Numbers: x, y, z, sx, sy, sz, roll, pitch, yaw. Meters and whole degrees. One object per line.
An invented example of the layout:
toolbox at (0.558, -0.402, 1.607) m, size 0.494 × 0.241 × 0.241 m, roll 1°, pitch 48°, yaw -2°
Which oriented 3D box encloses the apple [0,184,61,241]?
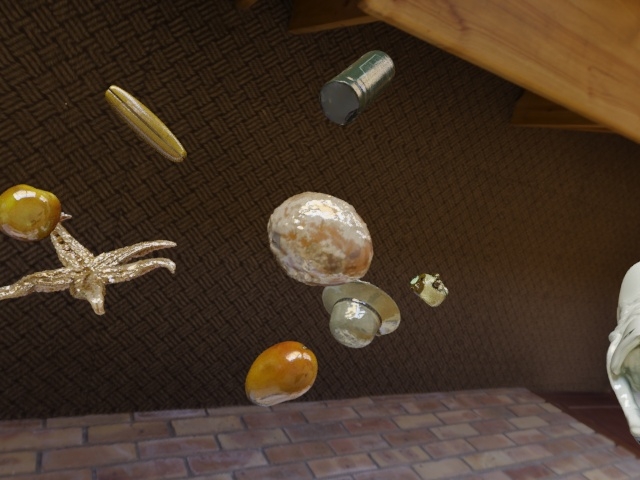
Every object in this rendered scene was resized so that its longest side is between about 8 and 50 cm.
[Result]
apple at (-0.543, -0.053, 0.852) m, size 0.099 × 0.114 × 0.102 m, roll 33°, pitch 97°, yaw 9°

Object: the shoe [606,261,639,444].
shoe at (0.451, 0.139, 0.616) m, size 0.160 × 0.132 × 0.363 m, roll 33°, pitch 44°, yaw -13°

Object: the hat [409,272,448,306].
hat at (0.240, 0.102, 0.985) m, size 0.059 × 0.076 × 0.077 m, roll -48°, pitch 158°, yaw 15°

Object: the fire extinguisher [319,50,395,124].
fire extinguisher at (0.102, -0.363, 1.049) m, size 0.311 × 0.095 × 0.114 m, roll -54°, pitch 153°, yaw -44°

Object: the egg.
egg at (0.000, 0.000, 0.938) m, size 0.195 × 0.233 × 0.195 m, roll -55°, pitch 167°, yaw -20°

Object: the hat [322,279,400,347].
hat at (0.101, 0.248, 1.377) m, size 0.257 × 0.257 × 0.130 m, roll 60°, pitch 41°, yaw -28°

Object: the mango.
mango at (-0.111, 0.359, 1.232) m, size 0.221 × 0.151 × 0.120 m, roll -24°, pitch 152°, yaw 19°

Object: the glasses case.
glasses case at (-0.430, -0.285, 1.126) m, size 0.234 × 0.079 × 0.064 m, roll 44°, pitch 87°, yaw -13°

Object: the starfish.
starfish at (-0.504, 0.053, 0.991) m, size 0.375 × 0.327 × 0.094 m, roll -31°, pitch 144°, yaw -49°
